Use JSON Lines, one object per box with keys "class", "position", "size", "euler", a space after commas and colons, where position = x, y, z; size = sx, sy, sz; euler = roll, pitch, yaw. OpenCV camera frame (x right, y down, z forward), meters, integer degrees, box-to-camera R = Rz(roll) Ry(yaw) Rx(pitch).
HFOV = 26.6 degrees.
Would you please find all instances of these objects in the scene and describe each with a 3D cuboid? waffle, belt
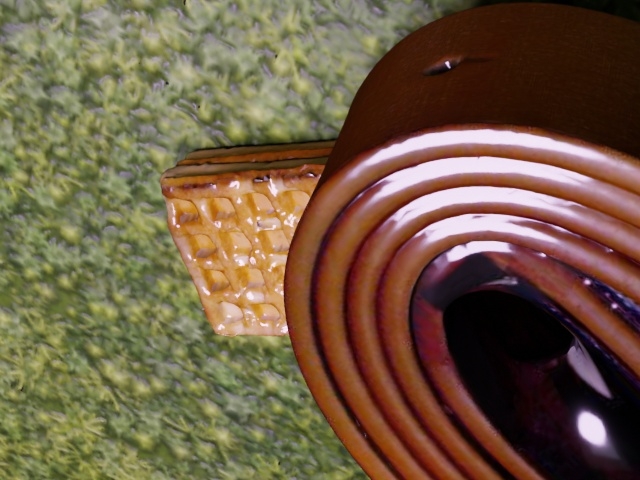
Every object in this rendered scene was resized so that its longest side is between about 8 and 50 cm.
{"class": "waffle", "position": [0.000, -0.001, 0.667], "size": [0.148, 0.042, 0.102], "euler": [-3, 123, 29]}
{"class": "belt", "position": [0.144, 0.053, 0.557], "size": [0.339, 0.122, 0.217], "euler": [40, 125, -11]}
